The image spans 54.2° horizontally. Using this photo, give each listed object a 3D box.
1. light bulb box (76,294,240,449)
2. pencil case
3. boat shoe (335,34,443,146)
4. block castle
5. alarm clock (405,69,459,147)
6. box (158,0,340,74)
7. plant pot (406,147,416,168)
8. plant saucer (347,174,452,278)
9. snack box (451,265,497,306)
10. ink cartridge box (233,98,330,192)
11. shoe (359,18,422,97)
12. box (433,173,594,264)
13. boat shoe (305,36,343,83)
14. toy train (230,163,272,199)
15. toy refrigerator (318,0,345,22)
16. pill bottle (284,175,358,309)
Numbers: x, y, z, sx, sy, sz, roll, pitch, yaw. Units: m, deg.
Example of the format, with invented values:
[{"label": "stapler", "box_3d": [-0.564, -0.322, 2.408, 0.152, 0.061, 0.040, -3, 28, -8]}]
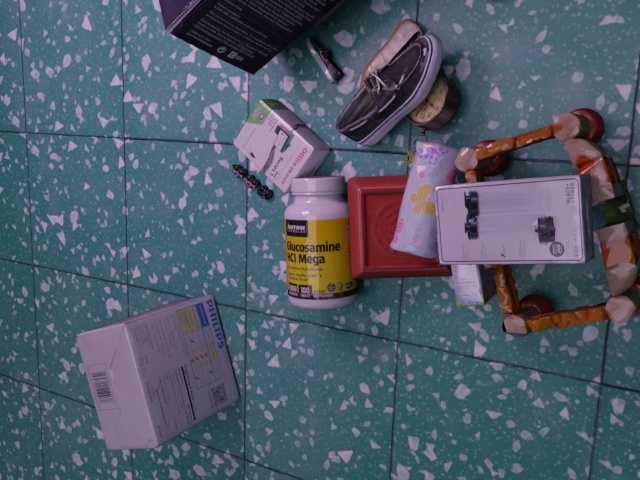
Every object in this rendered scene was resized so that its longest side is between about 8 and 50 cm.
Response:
[{"label": "light bulb box", "box_3d": [-0.473, 0.383, 1.871, 0.225, 0.361, 0.357, -14, 91, 32]}, {"label": "pencil case", "box_3d": [0.245, -0.093, 1.438, 0.114, 0.124, 0.273, 15, 100, 17]}, {"label": "boat shoe", "box_3d": [0.155, -0.349, 1.481, 0.335, 0.119, 0.121, -51, 43, 38]}, {"label": "block castle", "box_3d": [0.502, -0.035, 1.339, 0.303, 0.213, 0.453, -17, 87, 36]}, {"label": "alarm clock", "box_3d": [0.261, -0.309, 1.485, 0.129, 0.064, 0.192, 17, 89, 50]}, {"label": "box", "box_3d": [-0.148, -0.748, 1.464, 0.472, 0.297, 0.479, -31, 63, 32]}, {"label": "plant pot", "box_3d": [0.246, -0.199, 1.527, 0.083, 0.079, 0.083, 5, 100, 29]}, {"label": "plant saucer", "box_3d": [0.199, -0.031, 1.541, 0.259, 0.048, 0.258, -2, 99, 5]}, {"label": "snack box", "box_3d": [0.354, 0.034, 1.448, 0.070, 0.174, 0.207, -9, 93, 29]}, {"label": "ink cartridge box", "box_3d": [-0.106, -0.257, 1.710, 0.219, 0.093, 0.160, 44, 117, 17]}, {"label": "shoe", "box_3d": [0.171, -0.434, 1.528, 0.219, 0.077, 0.058, -56, 49, 22]}, {"label": "box", "box_3d": [0.378, -0.040, 1.240, 0.290, 0.087, 0.169, -3, 95, 35]}, {"label": "boat shoe", "box_3d": [0.012, -0.478, 1.636, 0.040, 0.049, 0.142, -32, 88, 24]}, {"label": "toy train", "box_3d": [-0.202, -0.170, 1.819, 0.158, 0.027, 0.036, 40, 126, 18]}, {"label": "toy refrigerator", "box_3d": [0.053, -0.676, 1.550, 0.270, 0.094, 0.102, -36, 80, 30]}, {"label": "pill bottle", "box_3d": [0.000, 0.000, 1.637, 0.188, 0.188, 0.333, 1, 99, 30]}]
